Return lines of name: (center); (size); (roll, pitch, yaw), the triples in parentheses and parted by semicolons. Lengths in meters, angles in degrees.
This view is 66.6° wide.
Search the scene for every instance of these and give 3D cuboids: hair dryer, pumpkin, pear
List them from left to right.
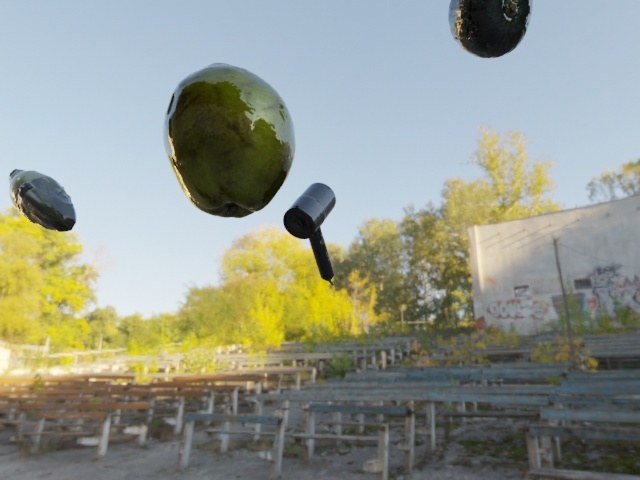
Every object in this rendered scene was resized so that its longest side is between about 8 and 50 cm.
pear: (-0.177, -0.196, 0.951); (0.268, 0.321, 0.269); (-8, -21, -3)
hair dryer: (0.000, 0.000, 1.017); (0.071, 0.219, 0.124); (-2, 29, 29)
pumpkin: (0.446, -0.597, 1.273); (0.233, 0.233, 0.163); (9, 4, -28)

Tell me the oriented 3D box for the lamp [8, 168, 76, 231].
lamp: (-0.593, -0.087, 1.036); (0.250, 0.101, 0.101); (33, 3, 32)
